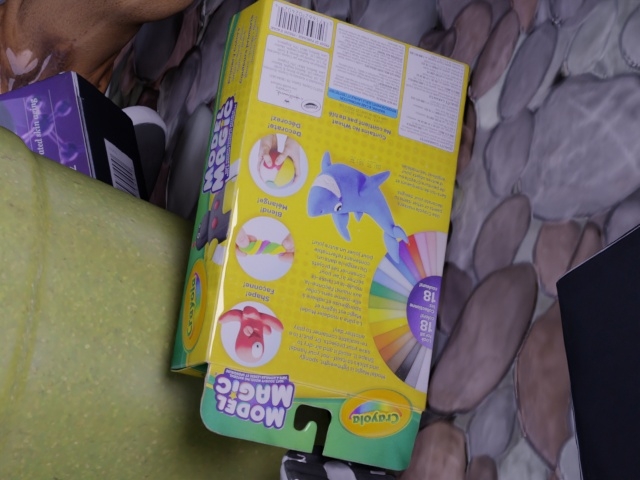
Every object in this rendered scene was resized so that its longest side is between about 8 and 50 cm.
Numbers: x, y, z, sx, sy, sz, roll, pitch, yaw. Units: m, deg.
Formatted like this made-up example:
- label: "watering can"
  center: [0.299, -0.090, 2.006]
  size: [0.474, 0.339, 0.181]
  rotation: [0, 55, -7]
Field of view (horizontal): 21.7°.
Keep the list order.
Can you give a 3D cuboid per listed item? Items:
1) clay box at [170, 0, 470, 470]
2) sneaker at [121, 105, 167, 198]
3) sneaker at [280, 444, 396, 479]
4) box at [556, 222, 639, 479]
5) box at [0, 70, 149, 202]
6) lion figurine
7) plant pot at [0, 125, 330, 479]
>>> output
- label: "clay box"
  center: [0.000, 0.000, 0.862]
  size: [0.053, 0.127, 0.222]
  rotation: [-14, 63, 61]
- label: "sneaker"
  center: [-0.174, 0.051, 1.221]
  size: [0.147, 0.104, 0.296]
  rotation: [40, 98, 36]
- label: "sneaker"
  center: [0.019, 0.192, 0.794]
  size: [0.208, 0.081, 0.094]
  rotation: [-110, 36, -59]
- label: "box"
  center: [0.210, 0.017, 0.389]
  size: [0.261, 0.184, 0.103]
  rotation: [-41, 44, 48]
- label: "box"
  center: [-0.225, -0.002, 1.140]
  size: [0.207, 0.108, 0.153]
  rotation: [-18, 71, 11]
- label: "lion figurine"
  center: [-0.154, -0.185, 1.227]
  size: [0.392, 0.142, 0.240]
  rotation: [-45, 27, 55]
- label: "plant pot"
  center: [-0.137, 0.075, 0.947]
  size: [0.276, 0.254, 0.276]
  rotation: [-40, 42, 49]
